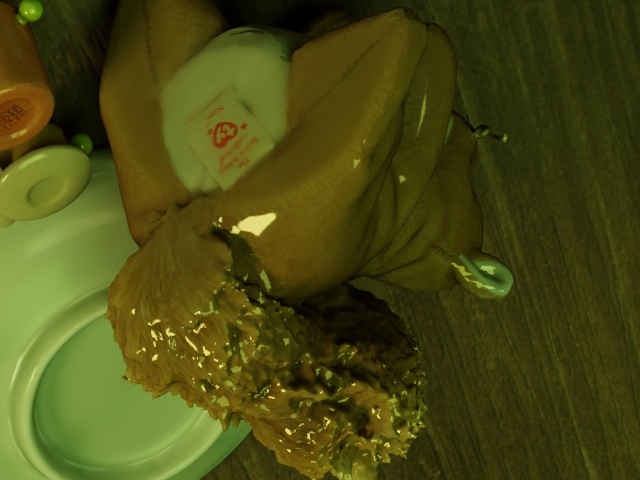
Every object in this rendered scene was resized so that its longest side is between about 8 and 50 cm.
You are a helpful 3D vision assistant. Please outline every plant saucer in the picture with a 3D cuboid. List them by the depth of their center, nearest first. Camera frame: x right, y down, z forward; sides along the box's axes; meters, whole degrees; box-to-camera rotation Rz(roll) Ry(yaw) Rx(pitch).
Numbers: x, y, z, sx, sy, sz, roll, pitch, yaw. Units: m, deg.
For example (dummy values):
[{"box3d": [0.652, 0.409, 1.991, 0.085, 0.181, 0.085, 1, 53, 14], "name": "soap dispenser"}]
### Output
[{"box3d": [-0.182, 0.113, 1.761, 0.400, 0.100, 0.401, -14, 125, -21], "name": "plant saucer"}]

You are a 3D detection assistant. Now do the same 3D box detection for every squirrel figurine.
[{"box3d": [0.000, 0.000, 1.670, 0.370, 0.281, 0.397, 31, 71, -58], "name": "squirrel figurine"}]

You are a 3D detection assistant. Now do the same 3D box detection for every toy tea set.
[{"box3d": [-0.347, -0.074, 1.558, 0.336, 0.124, 0.200, -22, 148, -17], "name": "toy tea set"}]
